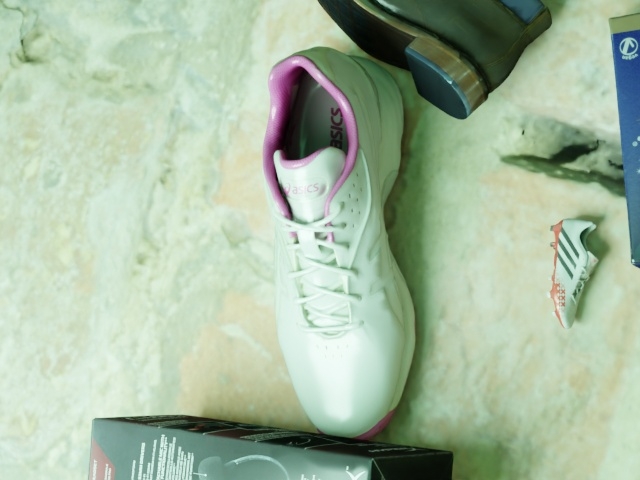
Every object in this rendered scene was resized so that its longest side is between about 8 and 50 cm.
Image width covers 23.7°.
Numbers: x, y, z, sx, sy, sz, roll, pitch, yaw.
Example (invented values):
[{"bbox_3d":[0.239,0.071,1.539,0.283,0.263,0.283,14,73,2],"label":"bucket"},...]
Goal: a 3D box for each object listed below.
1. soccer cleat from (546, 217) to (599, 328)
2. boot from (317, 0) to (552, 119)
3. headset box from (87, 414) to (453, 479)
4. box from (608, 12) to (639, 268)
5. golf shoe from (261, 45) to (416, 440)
[{"bbox_3d":[0.189,0.024,1.131,0.036,0.029,0.083,-4,76,26],"label":"soccer cleat"},{"bbox_3d":[0.078,-0.192,1.200,0.106,0.082,0.219,-40,63,-11],"label":"boot"},{"bbox_3d":[-0.059,0.246,1.121,0.293,0.110,0.218,2,87,36],"label":"headset box"},{"bbox_3d":[0.287,-0.062,1.100,0.136,0.036,0.225,-7,80,21],"label":"box"},{"bbox_3d":[0.000,0.000,1.154,0.115,0.140,0.306,-7,80,20],"label":"golf shoe"}]
